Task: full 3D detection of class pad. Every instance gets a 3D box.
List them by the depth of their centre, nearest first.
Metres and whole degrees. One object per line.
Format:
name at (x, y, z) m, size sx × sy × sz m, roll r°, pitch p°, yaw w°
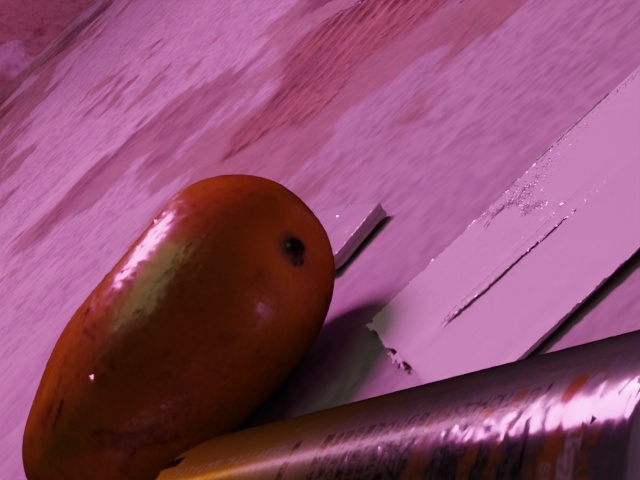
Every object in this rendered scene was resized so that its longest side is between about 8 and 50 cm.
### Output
pad at (0.114, -0.030, 0.696) m, size 0.232 × 0.004 × 0.156 m, roll -43°, pitch 15°, yaw -2°

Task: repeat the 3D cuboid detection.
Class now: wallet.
wallet at (0.000, 0.000, 0.901) m, size 0.044 × 0.011 × 0.083 m, roll -47°, pitch 14°, yaw -18°

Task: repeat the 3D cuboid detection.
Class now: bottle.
bottle at (0.053, 0.066, 0.423) m, size 0.082 × 0.082 × 0.286 m, roll -51°, pitch 16°, yaw -31°

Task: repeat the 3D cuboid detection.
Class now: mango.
mango at (-0.063, 0.044, 0.785) m, size 0.165 × 0.089 × 0.115 m, roll -49°, pitch 14°, yaw -11°
